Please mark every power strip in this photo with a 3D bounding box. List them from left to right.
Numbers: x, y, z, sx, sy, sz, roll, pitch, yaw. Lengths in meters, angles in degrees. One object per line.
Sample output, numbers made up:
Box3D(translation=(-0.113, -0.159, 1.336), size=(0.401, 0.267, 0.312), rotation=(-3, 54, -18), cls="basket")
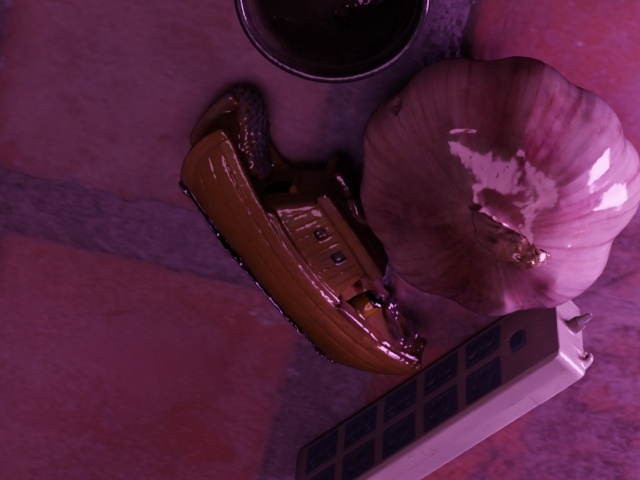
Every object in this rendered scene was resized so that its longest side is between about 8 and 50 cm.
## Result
Box3D(translation=(0.113, 0.165, 1.744), size=(0.367, 0.106, 0.043), rotation=(-36, 117, 25), cls="power strip")

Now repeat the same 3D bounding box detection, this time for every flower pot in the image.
Box3D(translation=(0.013, -0.219, 1.495), size=(0.157, 0.107, 0.157), rotation=(2, 121, 4), cls="flower pot")

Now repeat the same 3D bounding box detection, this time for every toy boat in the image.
Box3D(translation=(0.000, 0.000, 1.653), size=(0.121, 0.089, 0.321), rotation=(-25, 118, 26), cls="toy boat")

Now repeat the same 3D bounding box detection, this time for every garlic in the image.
Box3D(translation=(0.153, -0.028, 1.528), size=(0.245, 0.253, 0.245), rotation=(0, 116, 1), cls="garlic")
